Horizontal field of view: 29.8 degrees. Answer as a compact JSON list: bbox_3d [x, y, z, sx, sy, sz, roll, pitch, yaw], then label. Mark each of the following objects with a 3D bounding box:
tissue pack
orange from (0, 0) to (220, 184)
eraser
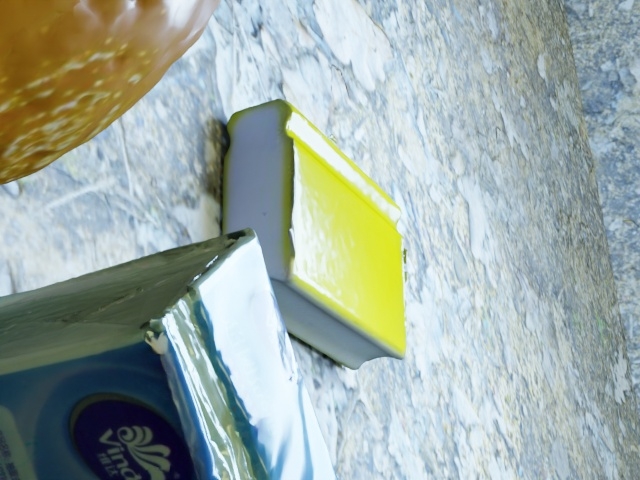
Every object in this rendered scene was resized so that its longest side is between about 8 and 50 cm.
[{"bbox_3d":[-0.091,0.153,0.564,0.146,0.198,0.263,-46,120,-65],"label":"tissue pack"},{"bbox_3d":[-0.167,-0.181,0.451,0.340,0.293,0.341,43,39,-50],"label":"orange"},{"bbox_3d":[0.000,0.000,0.994,0.226,0.069,0.158,38,47,-55],"label":"eraser"}]
